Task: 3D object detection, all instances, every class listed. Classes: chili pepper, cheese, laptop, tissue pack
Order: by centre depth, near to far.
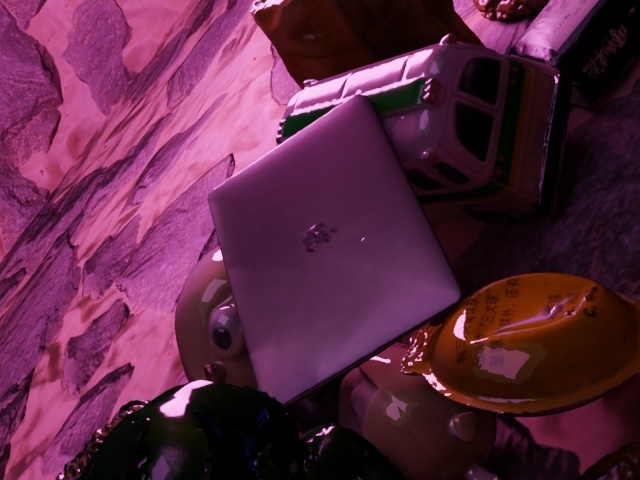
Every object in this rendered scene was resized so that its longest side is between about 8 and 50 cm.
[{"bbox_3d":[-0.071,0.242,0.656,0.256,0.249,0.233,-52,10,40],"label":"chili pepper"},{"bbox_3d":[0.190,0.070,0.659,0.271,0.069,0.177,-8,23,22],"label":"cheese"},{"bbox_3d":[0.000,0.000,0.795,0.188,0.015,0.269,-33,46,13],"label":"laptop"},{"bbox_3d":[0.287,-0.226,0.939,0.170,0.090,0.103,-51,27,3],"label":"tissue pack"}]

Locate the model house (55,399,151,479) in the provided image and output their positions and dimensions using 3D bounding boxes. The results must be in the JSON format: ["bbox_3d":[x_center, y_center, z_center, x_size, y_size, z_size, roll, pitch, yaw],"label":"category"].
[{"bbox_3d":[-0.160,0.288,0.863,0.183,0.166,0.172,-42,40,-7],"label":"model house"}]

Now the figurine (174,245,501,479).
[{"bbox_3d":[0.038,0.103,0.843,0.275,0.226,0.394,-28,27,-21],"label":"figurine"}]

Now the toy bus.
[{"bbox_3d":[0.084,-0.101,0.950,0.305,0.179,0.143,-3,73,55],"label":"toy bus"}]

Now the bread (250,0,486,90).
[{"bbox_3d":[0.066,-0.253,1.143,0.238,0.252,0.196,-46,23,-2],"label":"bread"}]

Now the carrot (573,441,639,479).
[{"bbox_3d":[0.125,0.253,0.623,0.314,0.066,0.066,-47,27,0],"label":"carrot"}]

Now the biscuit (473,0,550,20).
[{"bbox_3d":[0.282,-0.372,1.180,0.226,0.042,0.226,-37,29,24],"label":"biscuit"}]
